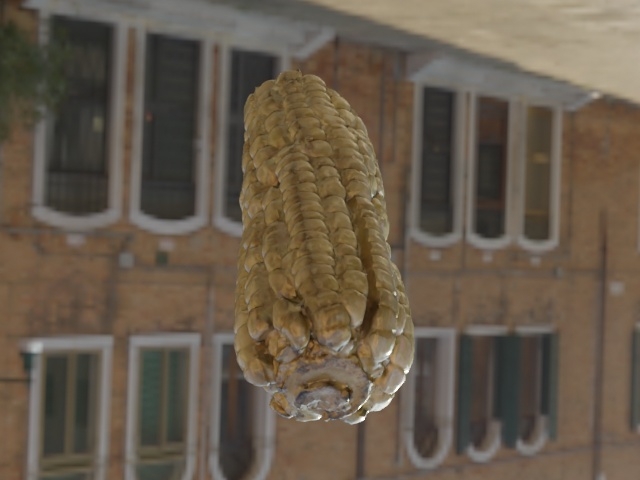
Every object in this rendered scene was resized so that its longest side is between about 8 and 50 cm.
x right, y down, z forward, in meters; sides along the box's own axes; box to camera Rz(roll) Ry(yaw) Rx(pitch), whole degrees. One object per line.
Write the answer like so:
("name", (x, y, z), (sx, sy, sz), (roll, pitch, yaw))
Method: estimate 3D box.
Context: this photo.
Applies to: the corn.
("corn", (0.000, 0.000, 0.702), (0.087, 0.087, 0.211), (2, -140, -3))
